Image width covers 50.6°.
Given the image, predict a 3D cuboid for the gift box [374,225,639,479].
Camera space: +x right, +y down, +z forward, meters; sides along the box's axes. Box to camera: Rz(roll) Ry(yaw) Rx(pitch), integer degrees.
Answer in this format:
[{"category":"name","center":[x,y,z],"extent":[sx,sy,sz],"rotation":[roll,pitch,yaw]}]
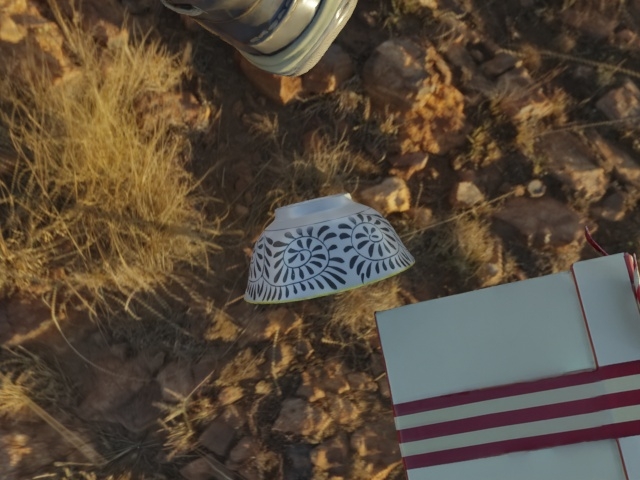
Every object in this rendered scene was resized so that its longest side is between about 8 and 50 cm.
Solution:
[{"category":"gift box","center":[0.212,0.131,0.641],"extent":[0.258,0.255,0.276],"rotation":[-13,82,17]}]

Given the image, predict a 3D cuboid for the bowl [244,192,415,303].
[{"category":"bowl","center":[0.000,0.000,0.656],"extent":[0.170,0.170,0.080],"rotation":[-15,95,-19]}]

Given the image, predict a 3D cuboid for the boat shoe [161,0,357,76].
[{"category":"boat shoe","center":[-0.116,-0.259,0.534],"extent":[0.355,0.130,0.132],"rotation":[40,104,34]}]
